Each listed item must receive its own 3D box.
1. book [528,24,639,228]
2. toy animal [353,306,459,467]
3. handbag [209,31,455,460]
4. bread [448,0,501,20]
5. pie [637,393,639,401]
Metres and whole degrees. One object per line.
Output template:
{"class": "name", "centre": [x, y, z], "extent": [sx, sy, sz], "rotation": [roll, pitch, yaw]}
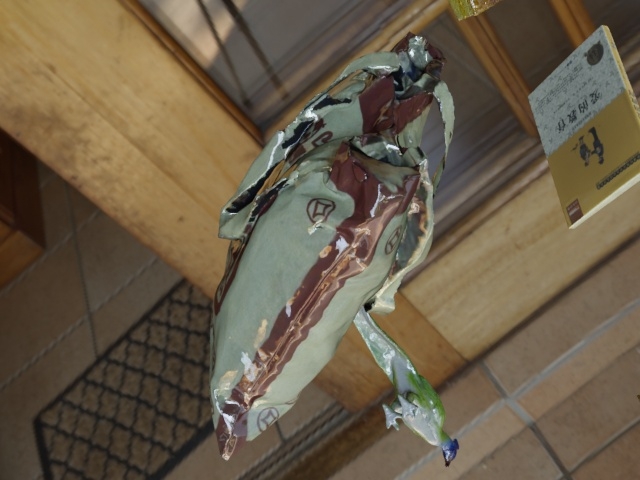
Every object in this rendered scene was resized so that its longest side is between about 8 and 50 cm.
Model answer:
{"class": "book", "centre": [0.266, -0.113, 0.885], "extent": [0.118, 0.012, 0.172], "rotation": [-47, 42, 46]}
{"class": "toy animal", "centre": [0.068, 0.129, 0.834], "extent": [0.041, 0.217, 0.075], "rotation": [-31, 9, 24]}
{"class": "handbag", "centre": [0.000, 0.000, 0.580], "extent": [0.235, 0.127, 0.213], "rotation": [-52, 14, 34]}
{"class": "bread", "centre": [0.141, -0.257, 0.803], "extent": [0.090, 0.095, 0.035], "rotation": [-35, 16, -28]}
{"class": "pie", "centre": [0.465, 0.111, 0.838], "extent": [0.288, 0.103, 0.355], "rotation": [38, 96, 29]}
